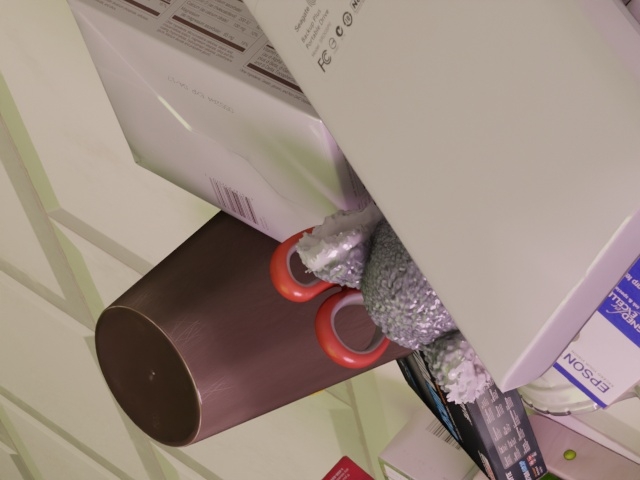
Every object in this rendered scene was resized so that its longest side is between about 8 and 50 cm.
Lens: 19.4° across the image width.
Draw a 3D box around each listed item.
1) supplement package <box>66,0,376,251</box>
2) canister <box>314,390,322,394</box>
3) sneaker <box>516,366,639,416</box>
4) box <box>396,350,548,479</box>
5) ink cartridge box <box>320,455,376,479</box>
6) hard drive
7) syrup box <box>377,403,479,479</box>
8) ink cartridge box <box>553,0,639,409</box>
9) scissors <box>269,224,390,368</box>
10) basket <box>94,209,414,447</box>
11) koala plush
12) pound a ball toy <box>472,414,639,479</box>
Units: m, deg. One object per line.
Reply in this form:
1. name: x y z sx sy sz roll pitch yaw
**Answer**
1. supplement package: -0.034 -0.121 1.460 0.262 0.145 0.204 29 154 31
2. canister: -0.041 0.080 1.935 0.126 0.073 0.170 33 158 22
3. sneaker: 0.233 0.064 1.448 0.297 0.111 0.129 -12 102 64
4. box: 0.117 0.114 1.682 0.175 0.051 0.220 48 170 38
5. ink cartridge box: 0.049 0.328 1.912 0.175 0.127 0.072 38 156 15
6. hard drive: 0.079 -0.115 1.147 0.353 0.047 0.233 58 140 25
7. syrup box: 0.145 0.278 1.956 0.093 0.096 0.237 29 155 34
8. ink cartridge box: 0.218 -0.050 1.129 0.175 0.069 0.371 41 136 1
9. scissors: 0.086 0.014 1.405 0.021 0.297 0.109 -42 73 47
10. basket: -0.061 0.060 1.536 0.204 0.227 0.154 52 143 11
11. koala plush: 0.110 -0.005 1.330 0.196 0.221 0.203 41 158 2
12. pound a ball toy: 0.300 0.325 1.734 0.319 0.136 0.208 27 153 34
